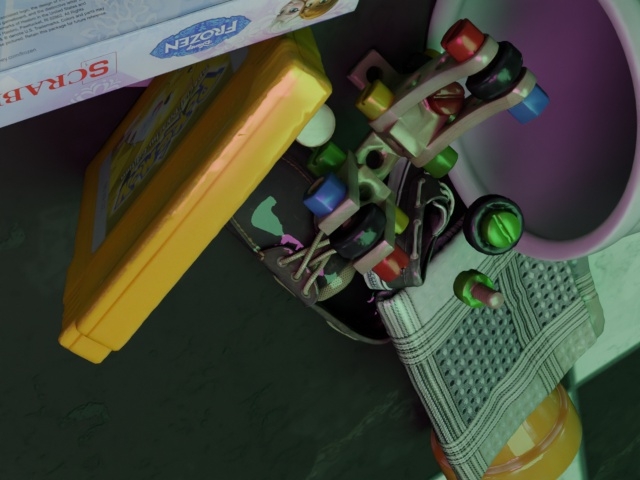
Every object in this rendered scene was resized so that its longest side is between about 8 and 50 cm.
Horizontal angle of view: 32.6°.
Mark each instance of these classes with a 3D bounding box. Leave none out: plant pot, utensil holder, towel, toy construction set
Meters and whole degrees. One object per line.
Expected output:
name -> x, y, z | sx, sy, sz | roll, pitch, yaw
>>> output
plant pot -> 0.227, 0.216, 1.484 | 0.205, 0.205, 0.188 | -34, 121, -8
utensil holder -> 0.361, -0.182, 1.164 | 0.386, 0.327, 0.327 | -16, 131, -27
towel -> 0.227, 0.091, 1.316 | 0.324, 0.056, 0.312 | -43, 124, -28
toy construction set -> 0.038, -0.107, 1.078 | 0.309, 0.237, 0.257 | 15, 98, -21

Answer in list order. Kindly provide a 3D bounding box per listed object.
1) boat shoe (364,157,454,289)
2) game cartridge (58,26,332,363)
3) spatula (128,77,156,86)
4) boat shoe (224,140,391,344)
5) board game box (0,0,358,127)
boat shoe -> 0.110, -0.031, 1.201 | 0.077, 0.070, 0.219 | 65, 34, -43
game cartridge -> -0.113, -0.082, 0.902 | 0.053, 0.323, 0.285 | 34, 107, -20
spatula -> -0.224, -0.194, 0.970 | 0.242, 0.019, 0.168 | -8, 126, -35
boat shoe -> 0.000, 0.000, 1.190 | 0.132, 0.130, 0.355 | -45, 136, 3
board game box -> -0.179, -0.250, 0.749 | 0.319, 0.318, 0.066 | -21, 161, -19
